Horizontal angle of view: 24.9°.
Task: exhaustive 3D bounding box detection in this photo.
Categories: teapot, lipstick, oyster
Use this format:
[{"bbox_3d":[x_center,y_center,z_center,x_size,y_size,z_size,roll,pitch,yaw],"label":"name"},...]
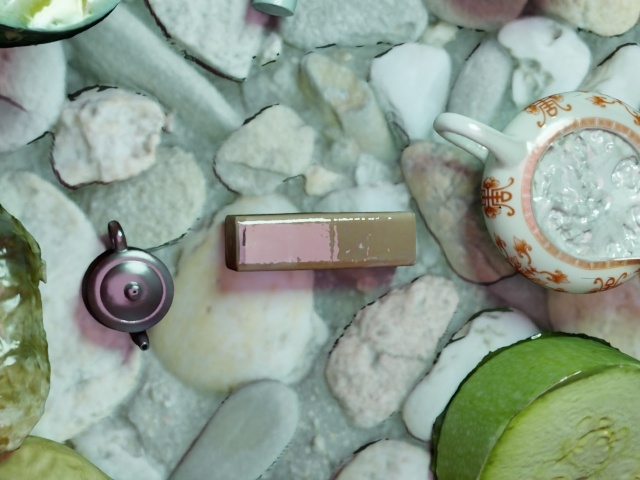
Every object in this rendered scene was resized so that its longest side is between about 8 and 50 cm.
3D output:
[{"bbox_3d":[-0.145,0.034,1.094,0.067,0.045,0.100,-15,97,-16],"label":"teapot"},{"bbox_3d":[0.000,0.000,1.134,0.145,0.045,0.045,-1,91,-17],"label":"lipstick"},{"bbox_3d":[-0.284,0.003,0.993,0.294,0.094,0.166,44,43,-20],"label":"oyster"},{"bbox_3d":[0.194,-0.043,1.155,0.245,0.116,0.159,19,100,-18],"label":"teapot"}]

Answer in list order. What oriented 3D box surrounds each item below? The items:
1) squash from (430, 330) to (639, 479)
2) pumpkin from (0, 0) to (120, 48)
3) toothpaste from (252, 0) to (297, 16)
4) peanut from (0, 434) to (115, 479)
[{"bbox_3d":[0.207,0.187,1.163,0.220,0.133,0.220,-3,98,-18],"label":"squash"},{"bbox_3d":[-0.234,-0.275,0.984,0.263,0.197,0.293,29,77,-27],"label":"pumpkin"},{"bbox_3d":[-0.014,-0.277,1.126,0.056,0.036,0.205,15,84,-17],"label":"toothpaste"},{"bbox_3d":[-0.167,0.213,1.060,0.263,0.117,0.101,27,84,-18],"label":"peanut"}]
